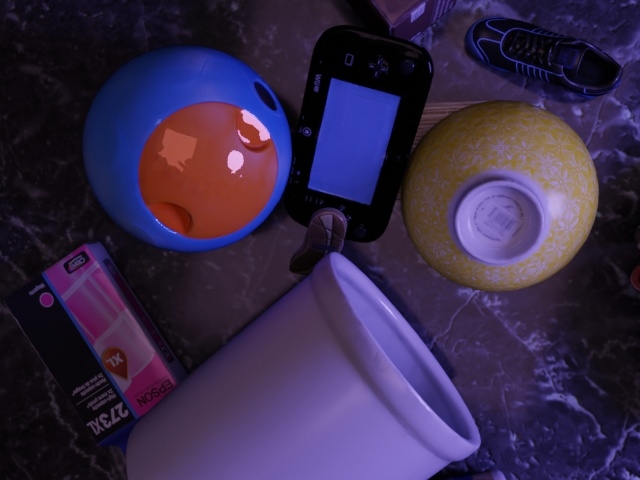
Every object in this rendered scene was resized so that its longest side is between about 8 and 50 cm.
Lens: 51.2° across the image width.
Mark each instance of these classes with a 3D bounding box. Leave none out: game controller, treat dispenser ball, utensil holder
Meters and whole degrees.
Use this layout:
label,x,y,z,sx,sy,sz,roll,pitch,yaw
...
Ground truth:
label,x,y,z,sx,sy,sz,roll,pitch,yaw
game controller,0.047,-0.144,0.966,0.166,0.067,0.319,12,122,-3
treat dispenser ball,-0.184,-0.127,0.944,0.288,0.288,0.288,0,94,6
utensil holder,-0.029,0.259,0.946,0.385,0.327,0.328,-39,90,10

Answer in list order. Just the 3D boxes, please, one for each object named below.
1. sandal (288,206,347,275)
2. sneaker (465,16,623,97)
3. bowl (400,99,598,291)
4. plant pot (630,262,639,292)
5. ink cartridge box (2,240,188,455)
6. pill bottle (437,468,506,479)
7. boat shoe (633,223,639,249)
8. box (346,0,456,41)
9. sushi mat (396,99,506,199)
label,x,y,z,sx,sy,sz,roll,pitch,yaw
sandal,0.000,0.000,1.016,0.072,0.180,0.049,11,53,-7
sneaker,0.329,-0.276,0.981,0.232,0.090,0.082,20,96,3
bowl,0.249,-0.044,0.942,0.289,0.156,0.290,4,108,12
plant pot,0.603,0.145,0.915,0.272,0.272,0.265,-19,101,7
ink cartridge box,-0.343,0.200,1.100,0.175,0.069,0.371,-33,93,7
pill bottle,0.167,0.451,1.020,0.264,0.153,0.153,-14,93,6
boat shoe,0.592,-0.095,0.969,0.335,0.112,0.096,-27,74,2
box,0.036,-0.466,0.946,0.143,0.191,0.381,-36,91,7
sushi mat,0.134,-0.139,1.047,0.316,0.019,0.152,-1,93,6
